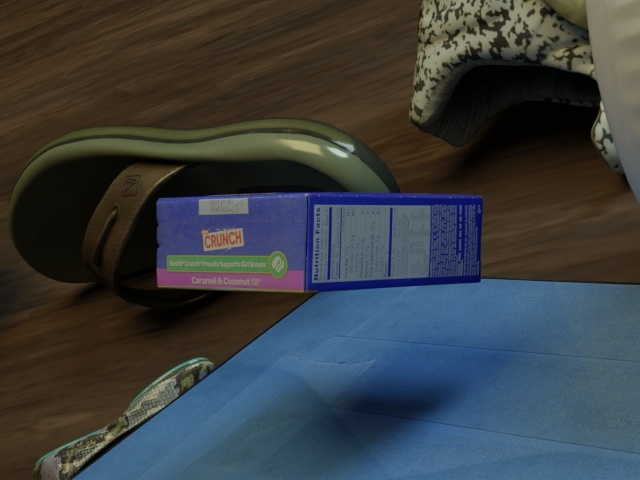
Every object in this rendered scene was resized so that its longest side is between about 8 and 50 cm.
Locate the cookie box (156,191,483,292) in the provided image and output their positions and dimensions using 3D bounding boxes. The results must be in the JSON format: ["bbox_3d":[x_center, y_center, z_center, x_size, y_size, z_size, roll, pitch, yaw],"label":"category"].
[{"bbox_3d":[0.000,0.000,0.565,0.107,0.040,0.092,-1,1,-45],"label":"cookie box"}]

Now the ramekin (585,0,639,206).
[{"bbox_3d":[0.184,-0.078,0.521,0.109,0.207,0.207,-11,34,32],"label":"ramekin"}]

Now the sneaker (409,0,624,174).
[{"bbox_3d":[0.206,-0.115,0.702,0.410,0.158,0.182,1,72,45],"label":"sneaker"}]

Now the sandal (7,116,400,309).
[{"bbox_3d":[-0.091,-0.008,0.816,0.303,0.120,0.086,-6,50,41],"label":"sandal"}]

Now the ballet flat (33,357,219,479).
[{"bbox_3d":[-0.096,0.108,0.712,0.114,0.041,0.041,-33,26,-1],"label":"ballet flat"}]

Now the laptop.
[{"bbox_3d":[-0.034,0.032,0.477,0.382,0.408,0.236,0,63,48],"label":"laptop"}]
